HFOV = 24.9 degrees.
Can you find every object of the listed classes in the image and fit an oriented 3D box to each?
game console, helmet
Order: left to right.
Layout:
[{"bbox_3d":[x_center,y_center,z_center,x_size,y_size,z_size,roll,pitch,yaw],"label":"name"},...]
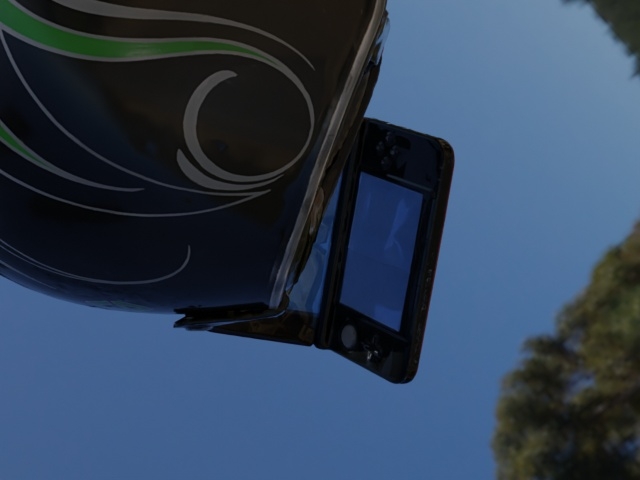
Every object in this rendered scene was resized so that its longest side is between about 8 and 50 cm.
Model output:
[{"bbox_3d":[-0.065,-0.064,0.466,0.161,0.169,0.169,20,-159,2],"label":"helmet"},{"bbox_3d":[0.000,0.000,0.834,0.085,0.144,0.124,1,-167,-35],"label":"game console"}]
